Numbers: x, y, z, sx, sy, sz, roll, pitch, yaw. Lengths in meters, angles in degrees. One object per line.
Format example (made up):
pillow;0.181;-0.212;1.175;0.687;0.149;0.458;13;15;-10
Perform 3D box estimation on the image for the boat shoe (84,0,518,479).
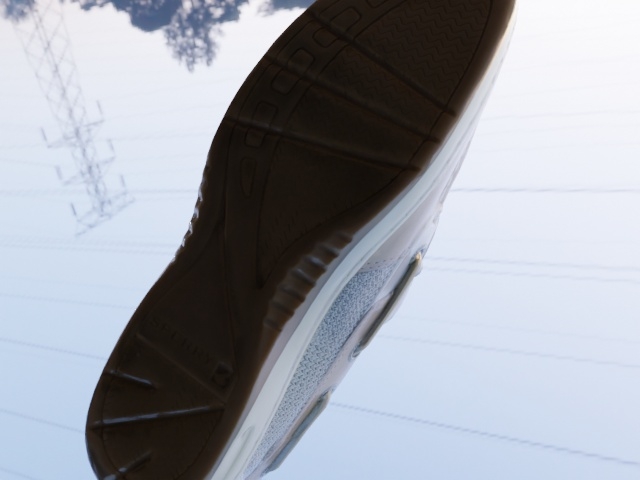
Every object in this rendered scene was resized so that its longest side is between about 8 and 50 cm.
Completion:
boat shoe;0.000;0.000;0.385;0.109;0.302;0.098;33;-175;31
